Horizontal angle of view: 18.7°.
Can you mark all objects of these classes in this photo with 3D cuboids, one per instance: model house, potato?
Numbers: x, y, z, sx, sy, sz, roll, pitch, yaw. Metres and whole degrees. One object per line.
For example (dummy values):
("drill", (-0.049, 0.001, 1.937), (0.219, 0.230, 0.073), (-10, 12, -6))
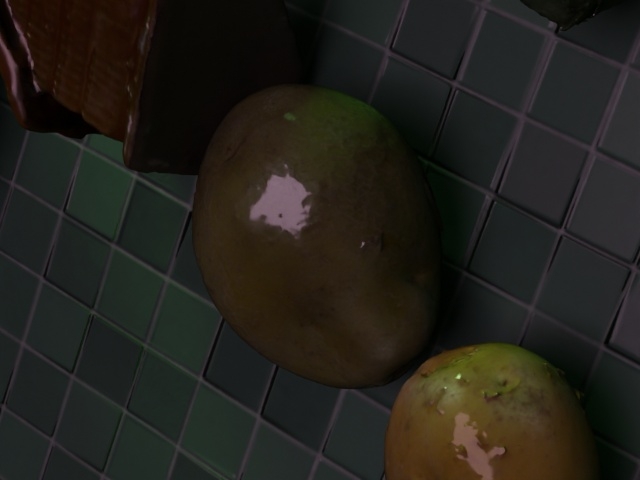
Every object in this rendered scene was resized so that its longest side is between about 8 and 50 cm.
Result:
("model house", (-0.147, -0.168, 1.476), (0.229, 0.199, 0.220), (34, 115, 28))
("potato", (0.125, 0.186, 1.359), (0.150, 0.146, 0.234), (-129, 31, -72))
("potato", (0.000, 0.000, 1.419), (0.178, 0.160, 0.235), (-26, 96, 51))

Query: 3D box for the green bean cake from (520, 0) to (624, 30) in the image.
("green bean cake", (0.174, -0.274, 1.258), (0.222, 0.125, 0.227), (58, 150, 13))
